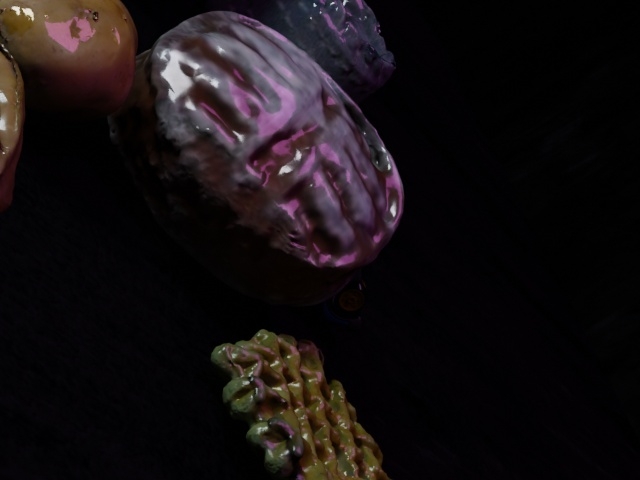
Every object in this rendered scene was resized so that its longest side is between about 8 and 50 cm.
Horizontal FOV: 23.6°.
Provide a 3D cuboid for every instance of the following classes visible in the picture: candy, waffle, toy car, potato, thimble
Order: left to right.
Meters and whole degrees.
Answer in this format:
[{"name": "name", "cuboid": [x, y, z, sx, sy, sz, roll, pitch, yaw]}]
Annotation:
[{"name": "potato", "cuboid": [-0.206, -0.154, 1.223, 0.178, 0.109, 0.118, -9, 89, -68]}, {"name": "candy", "cuboid": [-0.055, -0.076, 1.387, 0.289, 0.157, 0.214, 44, 50, -10]}, {"name": "thimble", "cuboid": [-0.024, -0.252, 1.888, 0.205, 0.172, 0.236, 53, 14, -30]}, {"name": "waffle", "cuboid": [-0.008, 0.177, 1.297, 0.223, 0.054, 0.204, 59, 15, 11]}, {"name": "toy car", "cuboid": [0.000, 0.000, 1.570, 0.097, 0.100, 0.191, -98, -175, -57]}]

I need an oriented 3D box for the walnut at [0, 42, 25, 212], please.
[{"name": "walnut", "cuboid": [-0.245, -0.058, 0.759, 0.198, 0.198, 0.245, 44, 14, -41]}]
